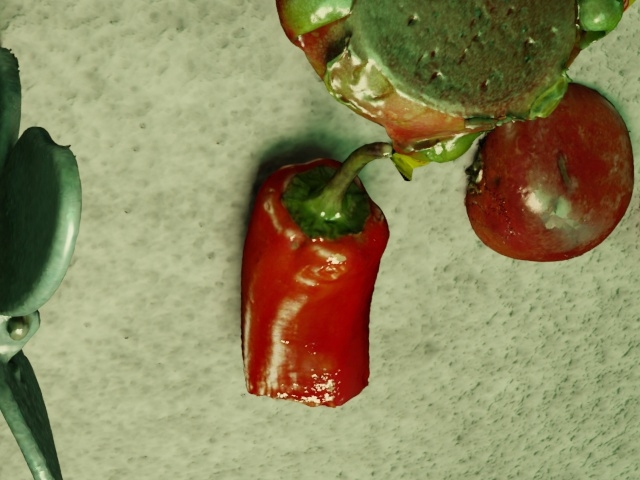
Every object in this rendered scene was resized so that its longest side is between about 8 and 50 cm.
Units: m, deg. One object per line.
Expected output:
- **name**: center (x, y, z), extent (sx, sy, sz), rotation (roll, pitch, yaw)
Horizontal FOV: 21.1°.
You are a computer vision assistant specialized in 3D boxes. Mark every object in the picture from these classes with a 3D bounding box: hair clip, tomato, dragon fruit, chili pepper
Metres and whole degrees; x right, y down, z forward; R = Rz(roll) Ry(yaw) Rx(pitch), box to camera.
- **hair clip**: center (-0.331, 0.034, 1.355), extent (0.238, 0.318, 0.392), rotation (-7, 132, -16)
- **tomato**: center (0.235, -0.048, 1.663), extent (0.173, 0.099, 0.189), rotation (3, 125, -23)
- **dragon fruit**: center (0.102, -0.203, 1.426), extent (0.295, 0.130, 0.268), rotation (10, 89, -21)
- **chili pepper**: center (-0.004, -0.002, 1.581), extent (0.134, 0.131, 0.338), rotation (8, 133, 3)

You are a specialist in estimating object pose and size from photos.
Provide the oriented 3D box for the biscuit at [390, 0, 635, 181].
- **biscuit**: center (0.183, -0.155, 1.604), extent (0.292, 0.026, 0.048), rotation (-37, 151, 10)
